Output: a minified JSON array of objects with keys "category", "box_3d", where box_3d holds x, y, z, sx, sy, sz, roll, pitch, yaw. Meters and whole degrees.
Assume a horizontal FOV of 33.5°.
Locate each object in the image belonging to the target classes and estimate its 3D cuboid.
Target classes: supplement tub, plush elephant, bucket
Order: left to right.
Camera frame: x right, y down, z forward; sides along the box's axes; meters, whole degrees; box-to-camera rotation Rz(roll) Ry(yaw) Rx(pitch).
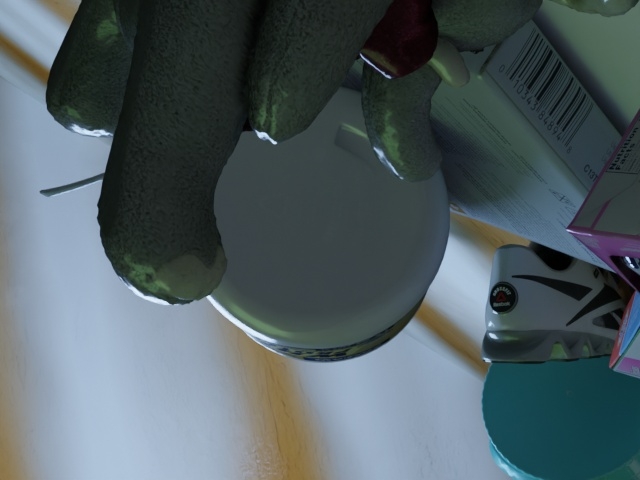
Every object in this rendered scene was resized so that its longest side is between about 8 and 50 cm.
[{"category":"supplement tub","box_3d":[0.000,0.000,1.017,0.228,0.228,0.316,32,173,7]},{"category":"plush elephant","box_3d":[0.014,-0.141,0.615,0.256,0.329,0.272,12,-164,-27]},{"category":"bucket","box_3d":[0.355,0.239,1.410,0.281,0.281,0.183,25,165,41]}]

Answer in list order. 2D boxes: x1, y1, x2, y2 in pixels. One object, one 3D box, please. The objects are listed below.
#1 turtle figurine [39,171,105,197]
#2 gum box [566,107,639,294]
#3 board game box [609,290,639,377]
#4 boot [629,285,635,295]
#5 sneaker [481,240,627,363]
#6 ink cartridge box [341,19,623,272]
[{"category":"turtle figurine","box_3d":[-0.182,-0.152,1.381,0.266,0.274,0.198,26,-155,14]},{"category":"gum box","box_3d":[0.220,-0.041,0.547,0.107,0.188,0.062,37,171,-23]},{"category":"board game box","box_3d":[0.405,0.101,0.843,0.317,0.064,0.242,16,167,13]},{"category":"boot","box_3d":[0.384,0.081,1.171,0.106,0.037,0.114,33,176,15]},{"category":"sneaker","box_3d":[0.290,0.062,1.200,0.123,0.146,0.331,-5,173,34]},{"category":"ink cartridge box","box_3d":[0.133,-0.099,0.950,0.324,0.071,0.330,39,173,-38]}]
